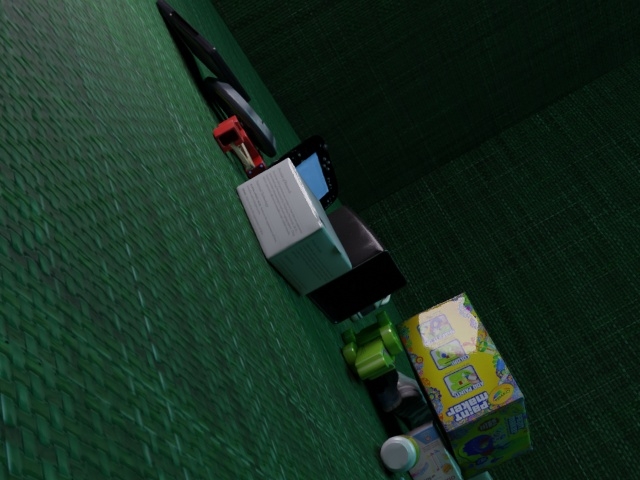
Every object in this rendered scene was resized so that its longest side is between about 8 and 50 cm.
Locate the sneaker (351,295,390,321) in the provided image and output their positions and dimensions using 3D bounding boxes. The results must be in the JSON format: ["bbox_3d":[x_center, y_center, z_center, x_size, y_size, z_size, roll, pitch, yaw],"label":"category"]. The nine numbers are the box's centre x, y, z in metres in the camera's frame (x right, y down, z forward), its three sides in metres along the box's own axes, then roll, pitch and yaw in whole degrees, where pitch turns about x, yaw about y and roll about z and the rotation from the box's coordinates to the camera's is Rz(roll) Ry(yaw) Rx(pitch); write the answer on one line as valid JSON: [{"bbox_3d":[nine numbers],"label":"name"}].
[{"bbox_3d":[0.121,0.131,2.350,0.126,0.127,0.321,58,4,-12],"label":"sneaker"}]

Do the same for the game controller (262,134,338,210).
[{"bbox_3d":[-0.039,-0.126,1.927,0.166,0.067,0.319,64,29,-12],"label":"game controller"}]

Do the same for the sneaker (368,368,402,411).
[{"bbox_3d":[0.138,0.308,1.910,0.073,0.063,0.162,54,7,-26],"label":"sneaker"}]

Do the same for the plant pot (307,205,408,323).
[{"bbox_3d":[0.050,0.040,1.827,0.167,0.187,0.188,63,6,30],"label":"plant pot"}]

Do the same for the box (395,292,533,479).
[{"bbox_3d":[0.319,0.325,1.878,0.290,0.177,0.279,65,0,-51],"label":"box"}]

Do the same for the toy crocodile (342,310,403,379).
[{"bbox_3d":[0.119,0.234,1.828,0.105,0.115,0.340,61,5,-5],"label":"toy crocodile"}]

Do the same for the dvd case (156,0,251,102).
[{"bbox_3d":[-0.262,-0.422,1.899,0.253,0.022,0.180,47,-3,36],"label":"dvd case"}]

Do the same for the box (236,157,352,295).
[{"bbox_3d":[-0.047,-0.023,1.610,0.182,0.119,0.181,64,6,32],"label":"box"}]

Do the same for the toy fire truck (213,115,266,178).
[{"bbox_3d":[-0.164,-0.190,1.778,0.192,0.047,0.135,57,7,-40],"label":"toy fire truck"}]

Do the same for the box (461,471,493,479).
[{"bbox_3d":[0.395,0.668,2.057,0.232,0.127,0.149,56,7,-41],"label":"box"}]

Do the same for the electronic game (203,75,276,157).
[{"bbox_3d":[-0.179,-0.274,1.900,0.229,0.048,0.229,47,-5,5],"label":"electronic game"}]

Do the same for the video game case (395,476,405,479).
[{"bbox_3d":[0.192,0.530,1.471,0.173,0.022,0.190,58,7,-27],"label":"video game case"}]

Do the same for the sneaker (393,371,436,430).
[{"bbox_3d":[0.241,0.398,2.153,0.281,0.105,0.115,52,10,-53],"label":"sneaker"}]

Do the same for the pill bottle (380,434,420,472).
[{"bbox_3d":[0.143,0.385,1.536,0.065,0.065,0.116,62,5,15],"label":"pill bottle"}]

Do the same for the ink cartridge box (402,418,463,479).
[{"bbox_3d":[0.231,0.465,1.787,0.143,0.092,0.090,61,5,7],"label":"ink cartridge box"}]
